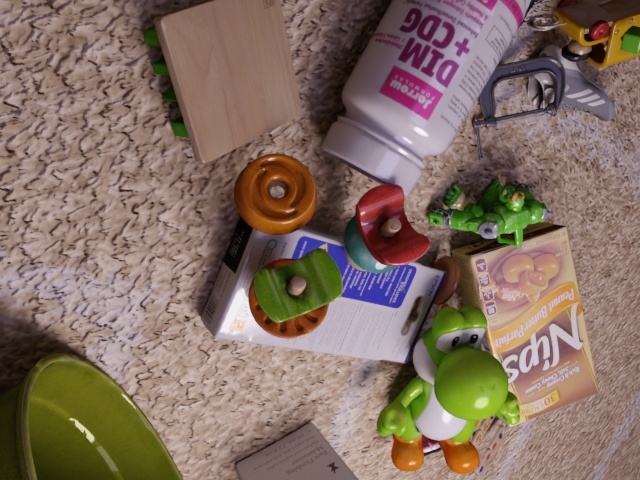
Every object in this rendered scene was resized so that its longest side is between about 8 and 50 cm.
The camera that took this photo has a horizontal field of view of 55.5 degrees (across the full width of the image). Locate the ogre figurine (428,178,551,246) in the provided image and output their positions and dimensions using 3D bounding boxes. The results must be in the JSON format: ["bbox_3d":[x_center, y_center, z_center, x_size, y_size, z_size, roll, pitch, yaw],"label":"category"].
[{"bbox_3d":[0.290,-0.048,1.000,0.197,0.118,0.096,4,109,-34],"label":"ogre figurine"}]

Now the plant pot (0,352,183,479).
[{"bbox_3d":[-0.357,0.374,0.662,0.353,0.366,0.366,-31,125,-4],"label":"plant pot"}]

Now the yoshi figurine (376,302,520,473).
[{"bbox_3d":[0.213,0.275,1.003,0.204,0.203,0.362,-34,141,-36],"label":"yoshi figurine"}]

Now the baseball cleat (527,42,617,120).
[{"bbox_3d":[0.420,-0.243,1.034,0.206,0.072,0.109,31,99,-28],"label":"baseball cleat"}]

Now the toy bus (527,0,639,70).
[{"bbox_3d":[0.437,-0.318,0.931,0.191,0.202,0.104,-55,148,-34],"label":"toy bus"}]

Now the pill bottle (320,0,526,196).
[{"bbox_3d":[0.127,-0.211,0.793,0.160,0.160,0.283,26,96,-38],"label":"pill bottle"}]

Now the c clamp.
[{"bbox_3d":[0.315,-0.218,0.969,0.161,0.022,0.137,-16,107,4],"label":"c clamp"}]

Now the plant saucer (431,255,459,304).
[{"bbox_3d":[0.202,0.066,1.020,0.013,0.083,0.083,17,102,-22],"label":"plant saucer"}]

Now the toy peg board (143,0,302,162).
[{"bbox_3d":[-0.118,-0.199,0.709,0.161,0.079,0.161,-35,128,-34],"label":"toy peg board"}]

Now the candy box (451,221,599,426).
[{"bbox_3d":[0.360,0.143,1.068,0.183,0.087,0.316,-17,100,-9],"label":"candy box"}]

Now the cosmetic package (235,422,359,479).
[{"bbox_3d":[-0.021,0.432,0.979,0.151,0.184,0.151,-24,122,-22],"label":"cosmetic package"}]

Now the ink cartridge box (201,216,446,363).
[{"bbox_3d":[0.020,0.081,0.920,0.371,0.069,0.175,16,101,-34],"label":"ink cartridge box"}]

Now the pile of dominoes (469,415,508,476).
[{"bbox_3d":[0.377,0.348,1.248,0.251,0.040,0.196,-51,134,-21],"label":"pile of dominoes"}]

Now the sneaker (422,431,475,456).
[{"bbox_3d":[0.251,0.400,1.216,0.170,0.063,0.074,-18,114,-31],"label":"sneaker"}]

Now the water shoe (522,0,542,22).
[{"bbox_3d":[0.305,-0.365,0.893,0.080,0.073,0.203,18,101,-39],"label":"water shoe"}]

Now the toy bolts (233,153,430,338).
[{"bbox_3d":[0.000,0.000,0.785,0.229,0.158,0.218,-17,78,-15],"label":"toy bolts"}]
